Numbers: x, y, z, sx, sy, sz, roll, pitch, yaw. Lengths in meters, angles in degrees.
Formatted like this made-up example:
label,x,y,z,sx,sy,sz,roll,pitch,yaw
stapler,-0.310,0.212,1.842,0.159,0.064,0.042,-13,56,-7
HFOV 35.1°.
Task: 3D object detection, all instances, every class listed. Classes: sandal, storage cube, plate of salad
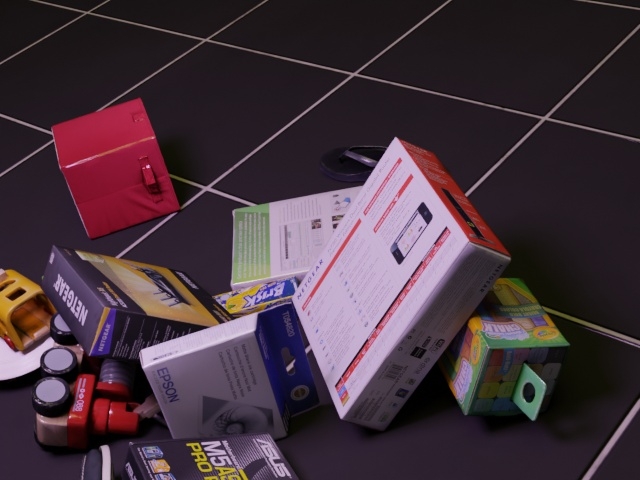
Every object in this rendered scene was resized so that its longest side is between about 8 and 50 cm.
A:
label,x,y,z,sx,sy,sz,roll,pitch,yaw
sandal,0.118,-0.158,2.003,0.255,0.054,0.097,8,42,26
storage cube,-0.413,-0.147,2.044,0.193,0.183,0.215,-19,37,-7
plate of salad,-0.520,0.179,1.763,0.200,0.048,0.199,-10,36,7

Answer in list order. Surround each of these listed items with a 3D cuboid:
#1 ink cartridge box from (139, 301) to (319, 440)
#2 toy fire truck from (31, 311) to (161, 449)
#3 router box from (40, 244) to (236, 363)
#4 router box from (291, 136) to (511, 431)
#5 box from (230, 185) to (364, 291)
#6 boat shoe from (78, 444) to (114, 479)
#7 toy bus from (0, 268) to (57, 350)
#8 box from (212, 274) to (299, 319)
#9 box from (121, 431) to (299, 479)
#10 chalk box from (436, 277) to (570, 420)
label,x,y,z,sx,sy,sz,roll,pitch,yaw
ink cartridge box,-0.120,0.212,1.454,0.224,0.223,0.045,-19,37,-5
toy fire truck,-0.315,0.214,1.599,0.247,0.158,0.217,7,42,-6
router box,-0.281,0.108,1.592,0.243,0.081,0.309,13,10,-32
router box,0.105,0.059,1.520,0.082,0.335,0.301,20,26,-29
box,0.000,0.000,1.835,0.322,0.058,0.232,-9,37,4
boat shoe,-0.325,0.394,1.333,0.113,0.127,0.340,-4,32,-10
toy bus,-0.537,0.102,1.741,0.202,0.104,0.191,-11,35,6
box,-0.113,0.115,1.718,0.169,0.054,0.059,-15,36,-2
box,-0.116,0.360,1.318,0.216,0.060,0.270,2,28,-30
chalk box,0.258,0.165,1.448,0.132,0.132,0.213,1,32,-18
